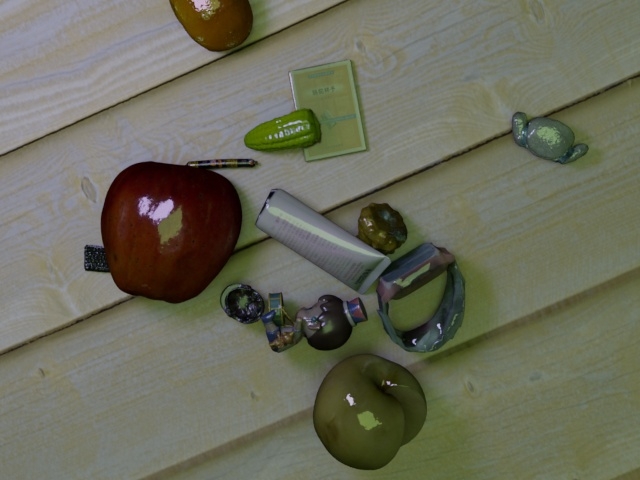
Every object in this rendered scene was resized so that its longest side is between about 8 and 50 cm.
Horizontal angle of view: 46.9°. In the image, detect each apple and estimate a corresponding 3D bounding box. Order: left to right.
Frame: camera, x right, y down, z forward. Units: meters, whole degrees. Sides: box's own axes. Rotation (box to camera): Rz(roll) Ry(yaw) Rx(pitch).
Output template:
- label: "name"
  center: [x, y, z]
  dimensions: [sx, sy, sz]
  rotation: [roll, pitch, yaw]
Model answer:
- label: "apple"
  center: [-0.390, -0.024, 1.904]
  dimensions: [0.328, 0.295, 0.365]
  rotation: [20, 94, 29]
- label: "apple"
  center: [0.122, 0.439, 1.877]
  dimensions: [0.291, 0.292, 0.254]
  rotation: [29, 123, -2]

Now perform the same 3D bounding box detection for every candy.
- label: "candy"
  center: [-0.103, -0.277, 1.908]
  dimensions: [0.209, 0.096, 0.097]
  rotation: [-11, 95, 18]

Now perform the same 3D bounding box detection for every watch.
- label: "watch"
  center: [0.270, 0.163, 1.921]
  dimensions: [0.253, 0.162, 0.241]
  rotation: [-32, 101, 4]

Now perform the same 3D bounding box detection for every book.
- label: "book"
  center: [0.019, -0.341, 1.941]
  dimensions: [0.170, 0.018, 0.242]
  rotation: [-11, 95, 2]

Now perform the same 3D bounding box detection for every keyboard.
- label: "keyboard"
  center: [-0.522, 0.056, 1.980]
  dimensions: [0.230, 0.023, 0.072]
  rotation: [5, 97, 0]

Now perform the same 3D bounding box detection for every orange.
- label: "orange"
  center: [-0.278, -0.594, 1.852]
  dimensions: [0.179, 0.158, 0.237]
  rotation: [-31, 94, 1]

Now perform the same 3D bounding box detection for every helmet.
- label: "helmet"
  center: [-0.203, 0.168, 1.961]
  dimensions: [0.123, 0.070, 0.098]
  rotation: [34, 88, 6]

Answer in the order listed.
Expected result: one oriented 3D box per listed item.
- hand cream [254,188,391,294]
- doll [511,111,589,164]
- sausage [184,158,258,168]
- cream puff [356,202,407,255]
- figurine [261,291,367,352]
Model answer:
- label: "hand cream"
  center: [0.000, 0.000, 1.916]
  dimensions: [0.358, 0.118, 0.185]
  rotation: [33, 138, -2]
- label: "doll"
  center: [0.590, -0.264, 1.913]
  dimensions: [0.213, 0.071, 0.104]
  rotation: [25, 94, 2]
- label: "sausage"
  center: [-0.263, -0.201, 1.952]
  dimensions: [0.198, 0.025, 0.028]
  rotation: [-2, 53, 2]
- label: "cream puff"
  center: [0.151, -0.022, 1.921]
  dimensions: [0.146, 0.146, 0.116]
  rotation: [35, 133, -2]
- label: "figurine"
  center: [-0.015, 0.209, 1.925]
  dimensions: [0.275, 0.161, 0.158]
  rotation: [-2, 80, -4]
